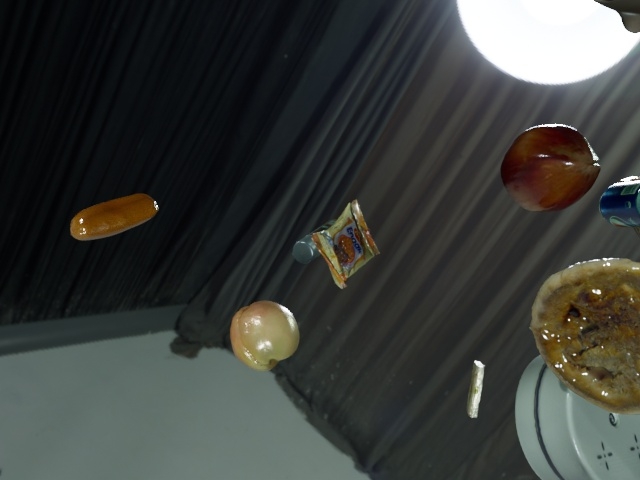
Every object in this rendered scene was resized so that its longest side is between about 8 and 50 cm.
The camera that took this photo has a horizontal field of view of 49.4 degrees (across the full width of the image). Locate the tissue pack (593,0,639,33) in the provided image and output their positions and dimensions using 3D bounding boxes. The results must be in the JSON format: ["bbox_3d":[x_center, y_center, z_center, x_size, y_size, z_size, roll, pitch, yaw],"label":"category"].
[{"bbox_3d":[0.386,-0.398,0.741,0.267,0.277,0.387,24,6,-5],"label":"tissue pack"}]

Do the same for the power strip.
[{"bbox_3d":[0.628,0.434,1.644,0.357,0.161,0.358,11,70,-33],"label":"power strip"}]

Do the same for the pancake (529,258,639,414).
[{"bbox_3d":[0.582,0.198,1.393,0.356,0.356,0.065,40,46,19],"label":"pancake"}]

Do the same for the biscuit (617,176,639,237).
[{"bbox_3d":[0.961,-0.020,1.982,0.365,0.062,0.385,60,11,8],"label":"biscuit"}]

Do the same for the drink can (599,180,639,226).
[{"bbox_3d":[0.783,-0.090,1.722,0.118,0.118,0.205,30,-1,-5],"label":"drink can"}]

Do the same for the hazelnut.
[{"bbox_3d":[0.500,-0.154,1.484,0.208,0.208,0.208,27,22,-12],"label":"hazelnut"}]

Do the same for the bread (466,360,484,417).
[{"bbox_3d":[0.444,0.425,1.994,0.028,0.154,0.068,8,5,3],"label":"bread"}]

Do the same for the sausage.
[{"bbox_3d":[-0.535,-0.060,1.797,0.238,0.098,0.098,-26,57,-36],"label":"sausage"}]

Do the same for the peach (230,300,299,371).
[{"bbox_3d":[-0.147,0.243,1.802,0.184,0.184,0.184,27,22,-12],"label":"peach"}]

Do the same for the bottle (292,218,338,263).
[{"bbox_3d":[0.000,0.000,2.406,0.082,0.082,0.286,36,28,11],"label":"bottle"}]

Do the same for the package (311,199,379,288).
[{"bbox_3d":[0.044,0.007,1.146,0.120,0.031,0.108,-42,117,-40],"label":"package"}]
